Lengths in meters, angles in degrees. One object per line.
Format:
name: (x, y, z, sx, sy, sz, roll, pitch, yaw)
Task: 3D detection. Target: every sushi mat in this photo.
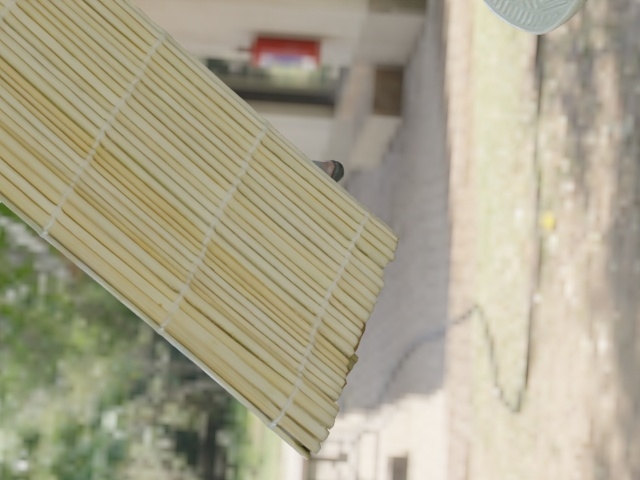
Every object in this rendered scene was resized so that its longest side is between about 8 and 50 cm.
sushi mat: (-0.091, -0.049, 0.856, 0.019, 0.316, 0.151, -35, 23, 36)

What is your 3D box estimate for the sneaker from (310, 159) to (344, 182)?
sneaker: (0.000, 0.000, 1.581, 0.061, 0.065, 0.158, -105, 9, -46)

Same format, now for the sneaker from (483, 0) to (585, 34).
sneaker: (0.254, -0.344, 1.670, 0.350, 0.131, 0.148, -57, -7, 32)
